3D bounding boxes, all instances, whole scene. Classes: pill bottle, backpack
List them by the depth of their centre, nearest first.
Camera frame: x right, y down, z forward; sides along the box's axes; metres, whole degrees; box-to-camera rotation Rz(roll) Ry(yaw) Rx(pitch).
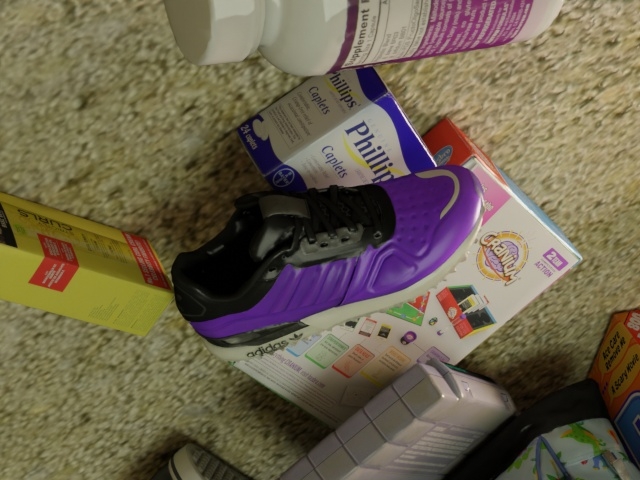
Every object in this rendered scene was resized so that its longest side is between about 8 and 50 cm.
[{"bbox_3d":[0.032,-0.221,1.287,0.301,0.169,0.169,-11,134,-20],"label":"pill bottle"},{"bbox_3d":[0.278,0.382,1.801,0.273,0.355,0.290,-14,151,-51],"label":"backpack"}]

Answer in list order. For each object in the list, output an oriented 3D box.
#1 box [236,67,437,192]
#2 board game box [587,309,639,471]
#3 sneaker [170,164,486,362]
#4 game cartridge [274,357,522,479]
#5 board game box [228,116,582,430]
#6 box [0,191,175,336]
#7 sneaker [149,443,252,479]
[{"bbox_3d":[0.017,-0.083,1.480,0.137,0.072,0.126,-35,138,3],"label":"box"},{"bbox_3d":[0.529,0.310,1.928,0.356,0.356,0.357,-7,132,-25],"label":"board game box"},{"bbox_3d":[0.000,0.001,1.417,0.293,0.102,0.146,-27,138,7],"label":"sneaker"},{"bbox_3d":[0.085,0.224,1.731,0.230,0.068,0.355,-44,160,8],"label":"game cartridge"},{"bbox_3d":[0.082,0.051,1.647,0.316,0.064,0.242,-41,137,10],"label":"board game box"},{"bbox_3d":[-0.242,0.015,1.413,0.232,0.087,0.058,20,117,-40],"label":"box"},{"bbox_3d":[-0.090,0.339,1.777,0.127,0.126,0.321,-43,129,8],"label":"sneaker"}]
